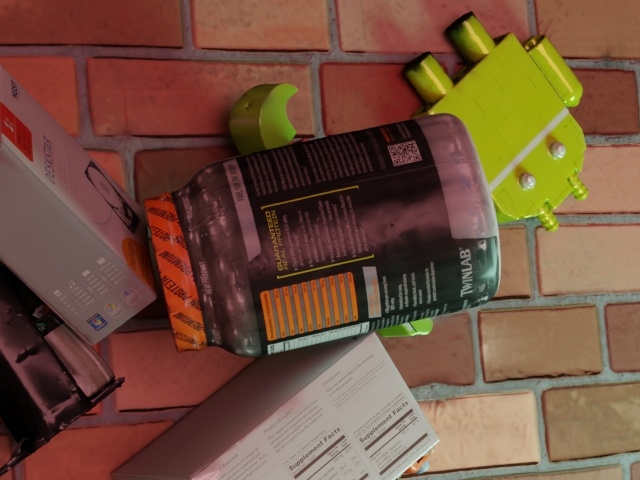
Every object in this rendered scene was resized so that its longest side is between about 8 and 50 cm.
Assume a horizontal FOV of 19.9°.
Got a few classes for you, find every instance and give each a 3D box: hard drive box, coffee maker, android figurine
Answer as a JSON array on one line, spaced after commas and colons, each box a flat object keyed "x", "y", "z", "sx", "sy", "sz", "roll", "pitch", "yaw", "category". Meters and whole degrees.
[{"x": -0.275, "y": -0.036, "z": 1.825, "sx": 0.089, "sy": 0.181, "sz": 0.232, "roll": -36, "pitch": 121, "yaw": 12, "category": "hard drive box"}, {"x": -0.310, "y": 0.119, "z": 1.836, "sx": 0.178, "sy": 0.120, "sz": 0.171, "roll": 53, "pitch": 37, "yaw": -1, "category": "coffee maker"}, {"x": 0.222, "y": -0.136, "z": 2.214, "sx": 0.248, "sy": 0.056, "sz": 0.273, "roll": -42, "pitch": 102, "yaw": -26, "category": "android figurine"}]

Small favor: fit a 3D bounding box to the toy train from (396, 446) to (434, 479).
[{"x": 0.124, "y": 0.297, "z": 2.084, "sx": 0.125, "sy": 0.046, "sz": 0.166, "roll": -36, "pitch": 106, "yaw": -54, "category": "toy train"}]

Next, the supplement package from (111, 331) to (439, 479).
[{"x": -0.050, "y": 0.229, "z": 1.930, "sx": 0.262, "sy": 0.204, "sz": 0.145, "roll": -36, "pitch": 103, "yaw": -27, "category": "supplement package"}]

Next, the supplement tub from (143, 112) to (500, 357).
[{"x": 0.000, "y": 0.000, "z": 1.872, "sx": 0.338, "sy": 0.207, "sz": 0.207, "roll": -12, "pitch": 89, "yaw": -6, "category": "supplement tub"}]

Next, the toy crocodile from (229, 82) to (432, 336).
[{"x": 0.013, "y": -0.025, "z": 2.049, "sx": 0.105, "sy": 0.115, "sz": 0.340, "roll": -46, "pitch": 105, "yaw": -26, "category": "toy crocodile"}]
